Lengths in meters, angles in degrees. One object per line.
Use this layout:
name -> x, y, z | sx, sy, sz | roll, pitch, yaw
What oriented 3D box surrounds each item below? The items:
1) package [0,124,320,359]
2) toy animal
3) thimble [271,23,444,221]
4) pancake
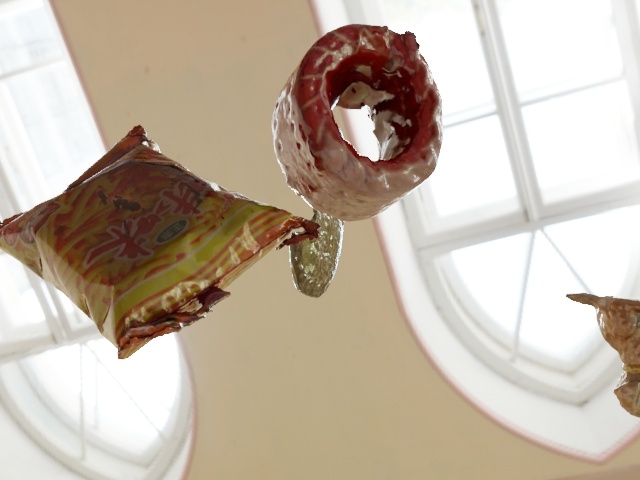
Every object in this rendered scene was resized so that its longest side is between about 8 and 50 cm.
package -> -0.169, -0.003, 0.788 | 0.223, 0.109, 0.288 | -38, -129, -27
toy animal -> 0.465, 0.176, 1.240 | 0.183, 0.185, 0.104 | 7, -173, 20
thimble -> 0.037, -0.121, 0.844 | 0.163, 0.190, 0.125 | 3, 163, -18
pancake -> 0.000, 0.000, 1.549 | 0.029, 0.212, 0.235 | 7, -128, 24
